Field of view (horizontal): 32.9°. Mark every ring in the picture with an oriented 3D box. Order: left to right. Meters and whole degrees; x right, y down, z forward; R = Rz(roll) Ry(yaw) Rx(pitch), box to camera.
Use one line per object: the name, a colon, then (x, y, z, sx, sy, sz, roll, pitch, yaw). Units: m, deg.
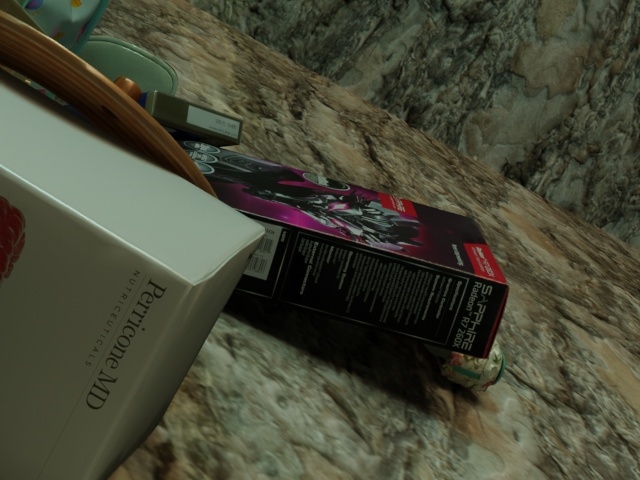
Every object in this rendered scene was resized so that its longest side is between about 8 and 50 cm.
ring: (-0.210, -0.078, 0.865, 0.336, 0.032, 0.337, 27, -25, 14)

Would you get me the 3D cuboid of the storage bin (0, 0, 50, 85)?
storage bin: (-0.427, -0.233, 1.070, 0.262, 0.123, 0.260, 29, -3, -2)

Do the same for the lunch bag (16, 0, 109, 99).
lunch bag: (-0.375, -0.323, 1.298, 0.223, 0.262, 0.160, 38, 16, 23)

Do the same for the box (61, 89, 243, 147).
box: (-0.218, -0.136, 1.288, 0.225, 0.037, 0.136, 1, -9, 42)

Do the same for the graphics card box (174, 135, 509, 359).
graphics card box: (0.000, 0.000, 1.151, 0.370, 0.094, 0.233, 15, 18, -5)

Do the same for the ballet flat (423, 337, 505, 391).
ballet flat: (0.143, 0.092, 1.281, 0.077, 0.091, 0.241, 13, 18, -20)

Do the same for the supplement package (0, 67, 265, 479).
supplement package: (-0.215, 0.005, 0.698, 0.293, 0.178, 0.175, 30, 14, 4)

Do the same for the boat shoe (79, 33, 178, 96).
boat shoe: (-0.296, -0.239, 1.436, 0.233, 0.084, 0.079, 14, 20, 2)
